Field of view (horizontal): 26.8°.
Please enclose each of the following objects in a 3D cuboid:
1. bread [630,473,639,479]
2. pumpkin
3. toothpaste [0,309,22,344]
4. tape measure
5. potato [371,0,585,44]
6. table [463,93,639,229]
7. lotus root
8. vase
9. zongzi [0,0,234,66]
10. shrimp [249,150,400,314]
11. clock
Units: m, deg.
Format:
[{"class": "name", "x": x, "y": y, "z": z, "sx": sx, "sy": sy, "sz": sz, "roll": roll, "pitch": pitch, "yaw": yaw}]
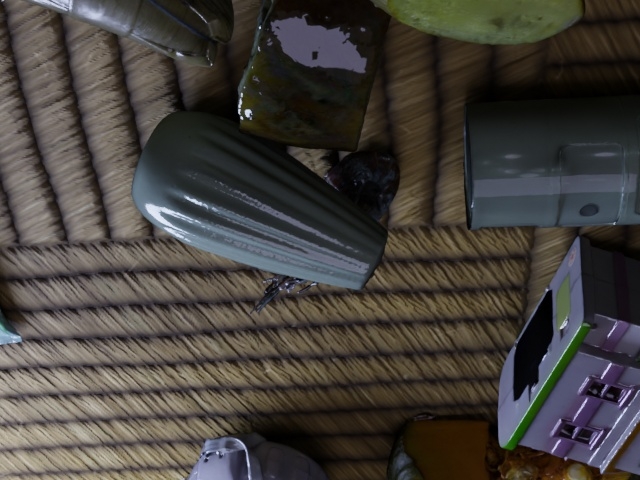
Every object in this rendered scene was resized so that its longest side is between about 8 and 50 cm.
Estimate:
[{"class": "bread", "x": 0.497, "y": 0.317, "z": 1.688, "sx": 0.232, "sy": 0.088, "sz": 0.128, "roll": 14, "pitch": 123, "yaw": -4}, {"class": "pumpkin", "x": 0.206, "y": 0.274, "z": 1.608, "sx": 0.190, "sy": 0.139, "sz": 0.280, "roll": 28, "pitch": 125, "yaw": -25}, {"class": "toothpaste", "x": -0.399, "y": 0.020, "z": 1.436, "sx": 0.075, "sy": 0.048, "sz": 0.296, "roll": -8, "pitch": 136, "yaw": 4}, {"class": "tape measure", "x": -0.080, "y": 0.329, "z": 1.669, "sx": 0.197, "sy": 0.120, "sz": 0.236, "roll": 19, "pitch": 135, "yaw": -9}, {"class": "potato", "x": 0.094, "y": -0.255, "z": 1.084, "sx": 0.298, "sy": 0.176, "sz": 0.141, "roll": 25, "pitch": 152, "yaw": -16}, {"class": "table", "x": 0.250, "y": -0.076, "z": 1.288, "sx": 0.220, "sy": 0.126, "sz": 0.126, "roll": -2, "pitch": 133, "yaw": 3}, {"class": "lotus root", "x": -0.003, "y": -0.168, "z": 1.210, "sx": 0.119, "sy": 0.138, "sz": 0.235, "roll": 16, "pitch": 137, "yaw": -1}, {"class": "vase", "x": -0.054, "y": -0.030, "z": 1.294, "sx": 0.248, "sy": 0.128, "sz": 0.128, "roll": 25, "pitch": 131, "yaw": 4}, {"class": "zongzi", "x": -0.147, "y": -0.286, "z": 1.116, "sx": 0.228, "sy": 0.115, "sz": 0.256, "roll": 18, "pitch": 120, "yaw": -21}, {"class": "shrimp", "x": 0.000, "y": 0.000, "z": 1.379, "sx": 0.079, "sy": 0.090, "sz": 0.233, "roll": 20, "pitch": 118, "yaw": -44}, {"class": "clock", "x": 0.381, "y": 0.155, "z": 1.481, "sx": 0.310, "sy": 0.166, "sz": 0.235, "roll": 17, "pitch": 131, "yaw": -6}]
